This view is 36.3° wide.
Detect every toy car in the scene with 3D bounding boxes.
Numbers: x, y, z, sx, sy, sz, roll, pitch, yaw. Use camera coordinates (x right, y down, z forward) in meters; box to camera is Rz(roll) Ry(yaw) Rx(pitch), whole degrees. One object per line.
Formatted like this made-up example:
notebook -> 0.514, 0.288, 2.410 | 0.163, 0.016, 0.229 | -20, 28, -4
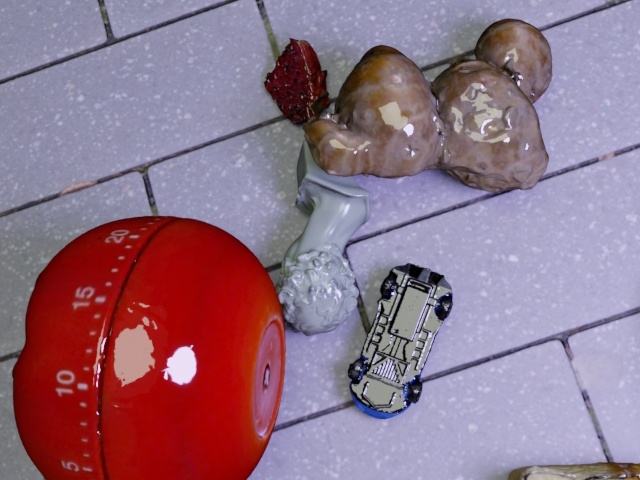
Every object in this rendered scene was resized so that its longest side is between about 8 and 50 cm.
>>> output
toy car -> 0.110, 0.139, 1.335 | 0.103, 0.063, 0.216 | 20, 84, 14

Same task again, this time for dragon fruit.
dragon fruit -> -0.015, -0.229, 1.471 | 0.097, 0.063, 0.131 | -47, 65, 31

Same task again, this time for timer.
timer -> -0.194, 0.157, 1.210 | 0.279, 0.378, 0.378 | 4, 75, 14

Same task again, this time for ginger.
ginger -> 0.157, -0.173, 1.340 | 0.375, 0.176, 0.256 | -10, 71, -11

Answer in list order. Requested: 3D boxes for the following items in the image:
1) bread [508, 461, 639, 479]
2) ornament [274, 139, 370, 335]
bread -> 0.372, 0.333, 1.220 | 0.266, 0.178, 0.142 | 1, 37, 4
ornament -> 0.007, -0.008, 1.358 | 0.120, 0.130, 0.285 | 11, 76, -2
